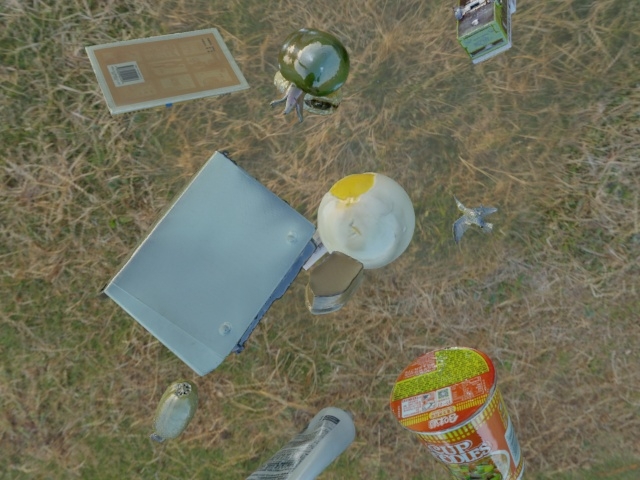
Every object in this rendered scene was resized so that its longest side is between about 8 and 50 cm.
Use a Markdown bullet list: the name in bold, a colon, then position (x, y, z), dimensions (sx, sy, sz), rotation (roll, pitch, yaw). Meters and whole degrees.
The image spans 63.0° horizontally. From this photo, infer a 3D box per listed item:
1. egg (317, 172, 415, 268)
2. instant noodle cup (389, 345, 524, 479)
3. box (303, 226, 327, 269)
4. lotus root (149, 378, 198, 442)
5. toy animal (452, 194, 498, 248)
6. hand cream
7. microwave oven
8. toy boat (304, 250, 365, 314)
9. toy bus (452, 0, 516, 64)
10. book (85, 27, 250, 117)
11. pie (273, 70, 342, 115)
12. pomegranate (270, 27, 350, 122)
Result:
- **egg**: position (0.143, -0.061, 1.546), dimensions (0.283, 0.345, 0.283), rotation (4, 100, 21)
- **instant noodle cup**: position (0.249, 0.320, 0.898), dimensions (0.193, 0.193, 0.212), rotation (-27, 112, 13)
- **box**: position (0.000, 0.000, 1.994), dimensions (0.212, 0.168, 0.095), rotation (-41, 91, 9)
- **lotus root**: position (-0.314, 0.372, 1.125), dimensions (0.077, 0.090, 0.183), rotation (24, 119, -14)
- **toy animal**: position (0.498, -0.093, 1.703), dimensions (0.219, 0.095, 0.155), rotation (-32, 95, -22)
- **hand cream**: position (-0.033, 0.352, 0.823), dimensions (0.124, 0.341, 0.078), rotation (-19, 90, 31)
- **microwave oven**: position (-0.221, 0.044, 1.001), dimensions (0.247, 0.394, 0.333), rotation (40, 78, -15)
- **toy boat**: position (0.029, 0.110, 1.343), dimensions (0.116, 0.188, 0.061), rotation (27, 140, 20)
- **toy bus**: position (0.390, -0.548, 1.230), dimensions (0.113, 0.301, 0.139), rotation (-17, 136, 38)
- **book**: position (-0.268, -0.302, 0.922), dimensions (0.242, 0.018, 0.170), rotation (-18, 64, -23)
- **pie**: position (-0.028, -0.440, 1.502), dimensions (0.179, 0.205, 0.084), rotation (54, 131, 24)
- **pomegranate**: position (-0.028, -0.352, 1.118), dimensions (0.152, 0.131, 0.191), rotation (33, 101, 33)
